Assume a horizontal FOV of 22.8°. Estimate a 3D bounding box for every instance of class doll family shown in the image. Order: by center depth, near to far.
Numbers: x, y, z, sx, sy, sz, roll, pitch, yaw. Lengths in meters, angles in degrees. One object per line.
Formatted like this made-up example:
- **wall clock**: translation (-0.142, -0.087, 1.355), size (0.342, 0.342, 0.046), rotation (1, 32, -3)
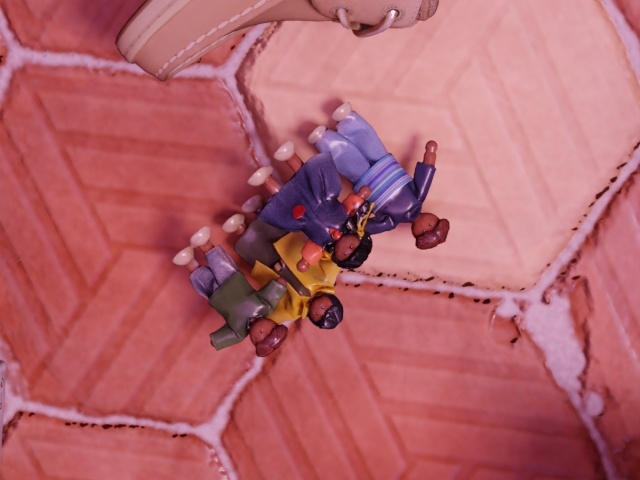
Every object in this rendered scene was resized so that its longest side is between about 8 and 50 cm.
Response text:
- **doll family**: translation (0.000, 0.000, 1.049), size (0.193, 0.076, 0.111), rotation (-46, 76, 19)

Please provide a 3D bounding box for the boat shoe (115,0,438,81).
- **boat shoe**: translation (0.033, -0.179, 0.978), size (0.341, 0.121, 0.110), rotation (-30, 99, 11)

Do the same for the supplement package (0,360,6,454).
- **supplement package**: translation (-0.314, 0.192, 1.066), size (0.149, 0.203, 0.194), rotation (7, 104, 4)
